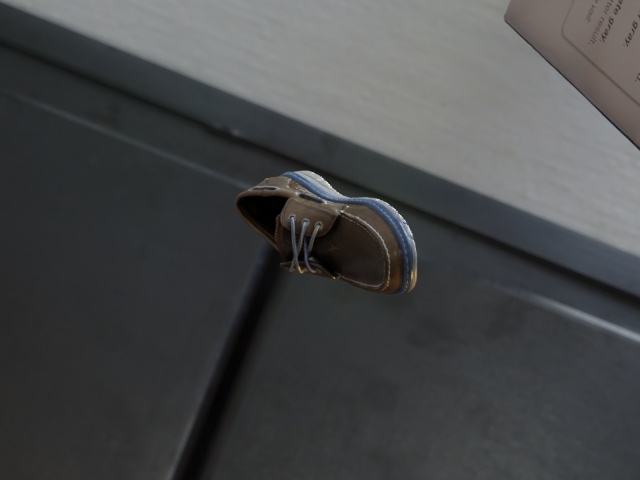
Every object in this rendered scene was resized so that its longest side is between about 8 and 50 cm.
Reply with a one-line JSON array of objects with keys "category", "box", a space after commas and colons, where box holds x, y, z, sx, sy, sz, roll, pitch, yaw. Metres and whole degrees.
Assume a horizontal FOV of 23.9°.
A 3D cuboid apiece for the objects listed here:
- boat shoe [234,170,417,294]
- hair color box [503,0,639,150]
[{"category": "boat shoe", "box": [0.000, 0.000, 1.078, 0.183, 0.066, 0.066, 26, -58, 56]}, {"category": "hair color box", "box": [0.245, -0.101, 0.757, 0.347, 0.105, 0.174, 56, -47, 47]}]
